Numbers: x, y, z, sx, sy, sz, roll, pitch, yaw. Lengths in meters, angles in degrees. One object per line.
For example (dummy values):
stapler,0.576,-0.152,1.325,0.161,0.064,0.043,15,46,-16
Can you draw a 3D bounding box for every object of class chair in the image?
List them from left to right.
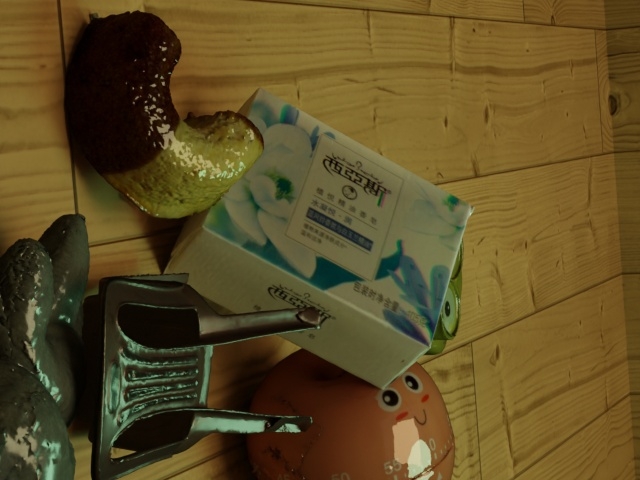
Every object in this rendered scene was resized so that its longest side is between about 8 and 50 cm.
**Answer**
chair,-0.161,0.117,1.571,0.326,0.183,0.175,5,89,-57

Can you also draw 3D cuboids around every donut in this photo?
donut,-0.147,-0.110,1.666,0.217,0.085,0.141,45,49,-25

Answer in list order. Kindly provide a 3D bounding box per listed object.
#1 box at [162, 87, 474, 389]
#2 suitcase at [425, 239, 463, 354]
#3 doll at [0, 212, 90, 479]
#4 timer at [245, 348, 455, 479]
box,0.001,-0.001,1.844,0.274,0.116,0.203,29,51,-11
suitcase,0.092,0.046,2.198,0.235,0.143,0.193,24,65,-64
doll,-0.270,0.118,1.413,0.340,0.158,0.245,-89,-168,-46
timer,0.034,0.226,1.942,0.229,0.230,0.214,-50,126,-57
